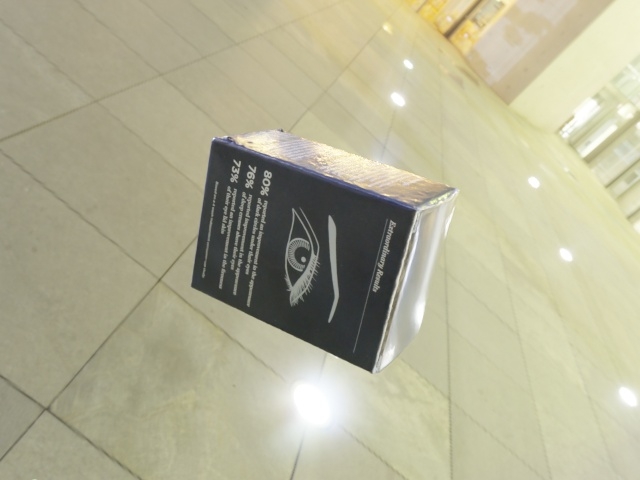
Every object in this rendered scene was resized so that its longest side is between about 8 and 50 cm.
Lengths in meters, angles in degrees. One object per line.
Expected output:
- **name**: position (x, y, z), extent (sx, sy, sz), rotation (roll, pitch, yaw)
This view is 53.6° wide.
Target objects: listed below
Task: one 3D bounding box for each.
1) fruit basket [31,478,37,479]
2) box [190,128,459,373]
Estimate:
- **fruit basket**: position (-0.161, 0.300, 0.446), extent (0.392, 0.392, 0.283), rotation (-8, 69, -61)
- **box**: position (0.000, 0.000, 0.580), extent (0.207, 0.153, 0.108), rotation (23, 23, 23)
